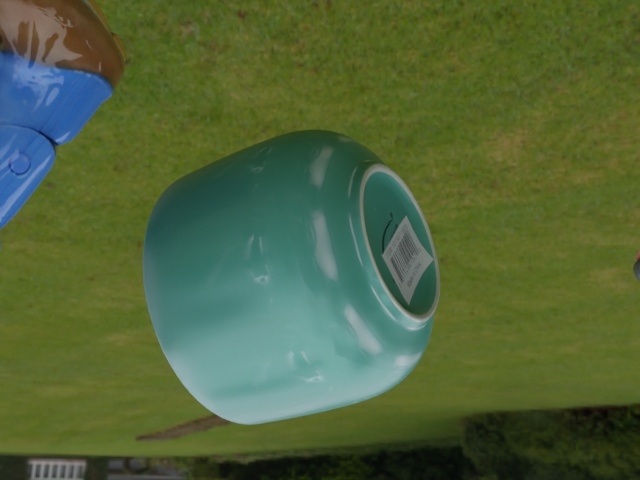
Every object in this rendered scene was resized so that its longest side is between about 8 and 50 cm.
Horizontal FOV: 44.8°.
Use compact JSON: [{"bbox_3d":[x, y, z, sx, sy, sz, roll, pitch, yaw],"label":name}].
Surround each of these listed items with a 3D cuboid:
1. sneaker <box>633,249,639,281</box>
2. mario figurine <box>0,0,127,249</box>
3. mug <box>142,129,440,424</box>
[{"bbox_3d":[0.392,-0.071,0.652,0.116,0.136,0.314,14,137,-34],"label":"sneaker"},{"bbox_3d":[-0.210,0.016,0.315,0.170,0.320,0.198,25,162,-17],"label":"mario figurine"},{"bbox_3d":[-0.004,0.002,0.371,0.097,0.157,0.129,-18,155,29],"label":"mug"}]
